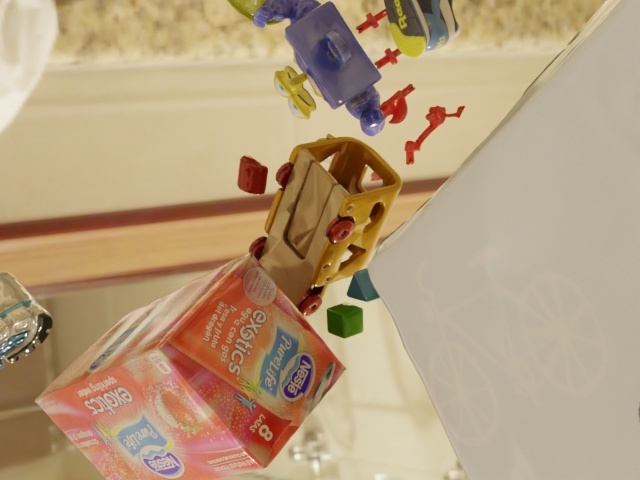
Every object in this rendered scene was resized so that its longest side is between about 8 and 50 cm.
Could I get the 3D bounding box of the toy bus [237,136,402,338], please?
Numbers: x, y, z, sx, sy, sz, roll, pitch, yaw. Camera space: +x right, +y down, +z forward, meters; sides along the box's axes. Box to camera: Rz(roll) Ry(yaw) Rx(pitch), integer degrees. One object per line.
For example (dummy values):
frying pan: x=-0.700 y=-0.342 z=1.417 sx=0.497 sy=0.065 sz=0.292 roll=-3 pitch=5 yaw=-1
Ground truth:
toy bus: x=0.007 y=-0.005 z=1.161 sx=0.104 sy=0.191 sz=0.202 roll=-15 pitch=-174 yaw=-39

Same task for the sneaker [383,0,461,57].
sneaker: x=0.085 y=-0.235 z=1.013 sx=0.059 sy=0.144 sz=0.053 roll=-15 pitch=-174 yaw=-27

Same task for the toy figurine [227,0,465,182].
toy figurine: x=0.020 y=-0.245 z=1.329 sx=0.191 sy=0.362 sz=0.217 roll=-32 pitch=-178 yaw=1

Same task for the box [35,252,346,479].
box: x=-0.137 y=0.145 z=1.145 sx=0.300 sy=0.154 sz=0.142 roll=-24 pitch=-161 yaw=52

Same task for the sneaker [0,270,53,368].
sneaker: x=-0.337 y=0.093 z=1.013 sx=0.191 sy=0.083 sz=0.071 roll=-30 pitch=152 yaw=-17

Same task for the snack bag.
snack bag: x=0.142 y=0.088 z=0.360 sx=0.037 sy=0.342 sz=0.323 roll=-20 pitch=164 yaw=-25
